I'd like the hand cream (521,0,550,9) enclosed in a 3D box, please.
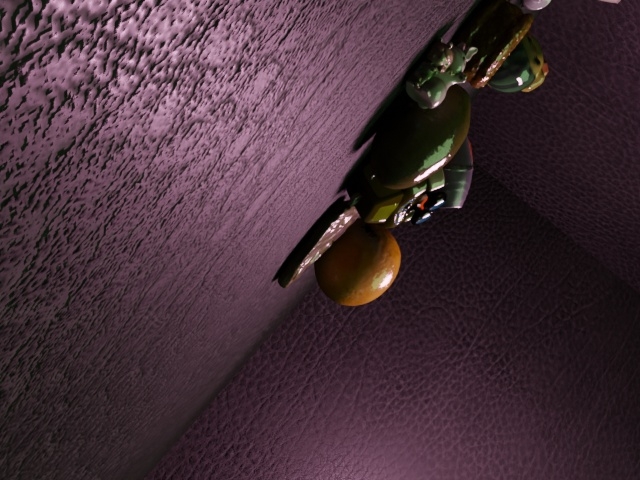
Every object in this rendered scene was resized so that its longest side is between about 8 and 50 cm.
[{"bbox_3d":[0.625,-0.722,1.823,0.124,0.078,0.341,-54,-178,28],"label":"hand cream"}]

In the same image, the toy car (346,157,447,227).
[{"bbox_3d":[0.152,-0.124,1.456,0.198,0.204,0.248,-23,165,-19],"label":"toy car"}]

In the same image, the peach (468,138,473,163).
[{"bbox_3d":[0.396,-0.279,2.056,0.232,0.232,0.232,-50,175,-6],"label":"peach"}]

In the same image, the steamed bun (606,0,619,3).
[{"bbox_3d":[0.548,-0.595,1.109,0.324,0.206,0.324,-48,174,-7],"label":"steamed bun"}]

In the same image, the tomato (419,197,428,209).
[{"bbox_3d":[0.301,-0.178,2.240,0.260,0.180,0.260,-52,-177,4],"label":"tomato"}]

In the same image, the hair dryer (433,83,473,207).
[{"bbox_3d":[0.260,-0.237,1.608,0.361,0.121,0.301,-168,-104,-69],"label":"hair dryer"}]

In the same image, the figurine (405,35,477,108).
[{"bbox_3d":[0.218,-0.300,1.078,0.146,0.081,0.098,-50,175,-4],"label":"figurine"}]

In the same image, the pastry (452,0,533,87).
[{"bbox_3d":[0.339,-0.404,1.276,0.189,0.103,0.189,-50,176,-5],"label":"pastry"}]

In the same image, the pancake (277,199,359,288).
[{"bbox_3d":[0.000,0.000,1.593,0.294,0.049,0.294,-47,173,-7],"label":"pancake"}]

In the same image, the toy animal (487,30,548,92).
[{"bbox_3d":[0.593,-0.556,1.967,0.191,0.216,0.338,-22,-173,30],"label":"toy animal"}]

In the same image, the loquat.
[{"bbox_3d":[0.104,0.065,1.851,0.263,0.263,0.263,-50,175,-6],"label":"loquat"}]

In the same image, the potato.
[{"bbox_3d":[0.190,-0.196,1.212,0.251,0.159,0.174,-40,149,-13],"label":"potato"}]
